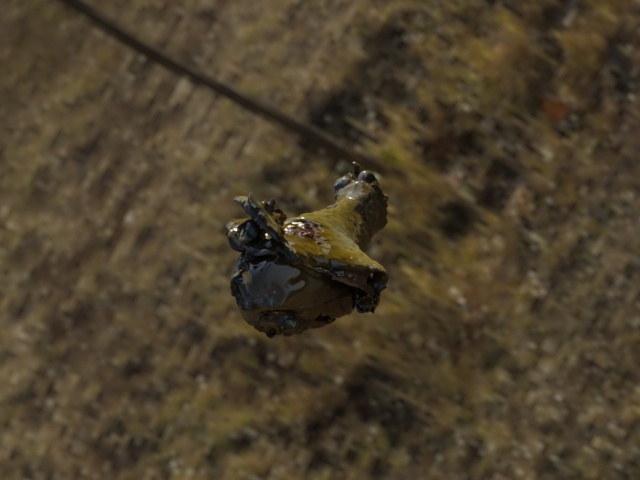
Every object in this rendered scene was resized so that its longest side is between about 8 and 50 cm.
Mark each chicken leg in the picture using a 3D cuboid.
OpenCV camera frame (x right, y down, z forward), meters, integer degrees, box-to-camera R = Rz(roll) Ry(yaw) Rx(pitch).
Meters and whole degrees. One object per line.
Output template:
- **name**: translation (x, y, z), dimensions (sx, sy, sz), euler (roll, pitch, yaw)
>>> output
- **chicken leg**: translation (0.004, 0.007, 1.487), dimensions (0.080, 0.196, 0.125), euler (-45, 72, 41)
